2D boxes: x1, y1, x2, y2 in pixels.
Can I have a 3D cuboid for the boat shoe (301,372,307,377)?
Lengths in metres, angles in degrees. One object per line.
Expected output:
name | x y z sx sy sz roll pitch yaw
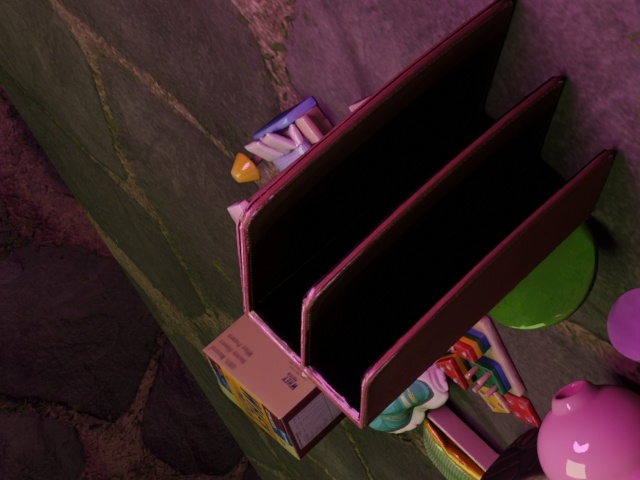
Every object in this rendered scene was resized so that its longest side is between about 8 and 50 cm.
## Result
boat shoe | 0.052 0.113 1.624 0.096 0.117 0.324 19 144 -1

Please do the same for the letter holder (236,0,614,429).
letter holder | 0.092 -0.026 0.943 0.152 0.302 0.214 43 160 18

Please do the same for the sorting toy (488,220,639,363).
sorting toy | 0.214 0.026 1.142 0.365 0.127 0.126 31 -176 38

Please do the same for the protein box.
protein box | -0.040 0.202 1.862 0.200 0.201 0.136 36 157 35

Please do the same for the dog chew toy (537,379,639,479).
dog chew toy | 0.338 0.297 1.200 0.332 0.206 0.206 59 161 -6

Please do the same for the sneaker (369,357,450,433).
sneaker | 0.099 0.218 1.686 0.275 0.109 0.107 115 145 -65

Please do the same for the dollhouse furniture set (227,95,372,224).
dollhouse furniture set | 0.000 0.000 1.377 0.286 0.198 0.303 53 162 -11

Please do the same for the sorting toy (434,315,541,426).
sorting toy | 0.187 0.149 1.481 0.132 0.046 0.275 23 149 54

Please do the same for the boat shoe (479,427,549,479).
boat shoe | 0.296 0.313 1.441 0.120 0.122 0.324 46 163 0

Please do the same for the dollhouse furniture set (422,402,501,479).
dollhouse furniture set | 0.224 0.404 1.731 0.301 0.151 0.197 43 161 20
